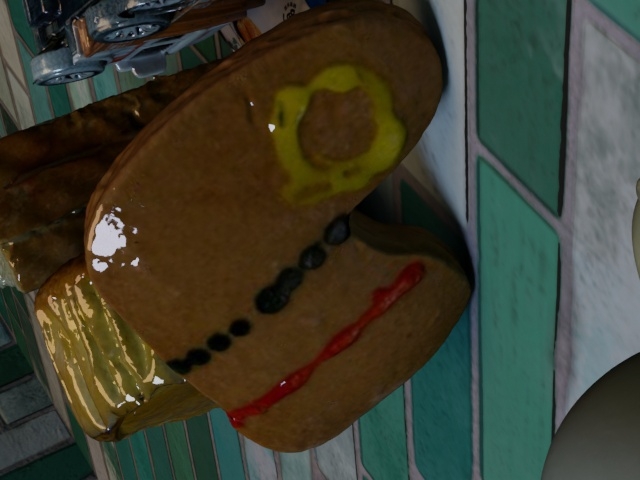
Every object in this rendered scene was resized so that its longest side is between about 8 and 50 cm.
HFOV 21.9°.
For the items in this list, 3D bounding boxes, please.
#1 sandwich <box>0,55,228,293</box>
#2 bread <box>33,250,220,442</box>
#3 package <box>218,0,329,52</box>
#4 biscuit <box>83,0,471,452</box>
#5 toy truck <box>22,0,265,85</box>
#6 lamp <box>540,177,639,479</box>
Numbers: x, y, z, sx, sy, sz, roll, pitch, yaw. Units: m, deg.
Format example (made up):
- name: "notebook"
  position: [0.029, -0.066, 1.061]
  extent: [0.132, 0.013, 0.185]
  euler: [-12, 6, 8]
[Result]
- name: "sandwich"
  position: [-0.195, -0.052, 1.427]
  extent: [0.131, 0.262, 0.325]
  euler: [68, 162, -8]
- name: "bread"
  position: [-0.082, 0.048, 1.242]
  extent: [0.227, 0.253, 0.142]
  euler: [-34, 74, 57]
- name: "package"
  position: [-0.043, -0.174, 1.228]
  extent: [0.171, 0.027, 0.173]
  euler: [60, 158, 26]
- name: "biscuit"
  position: [0.000, 0.001, 1.060]
  extent: [0.277, 0.262, 0.052]
  euler: [51, -171, -33]
- name: "toy truck"
  position: [-0.104, -0.201, 1.120]
  extent: [0.305, 0.162, 0.136]
  euler: [-16, 86, 65]
- name: "lamp"
  position: [0.186, 0.087, 0.702]
  extent: [0.197, 0.197, 0.244]
  euler: [-167, 79, -68]
